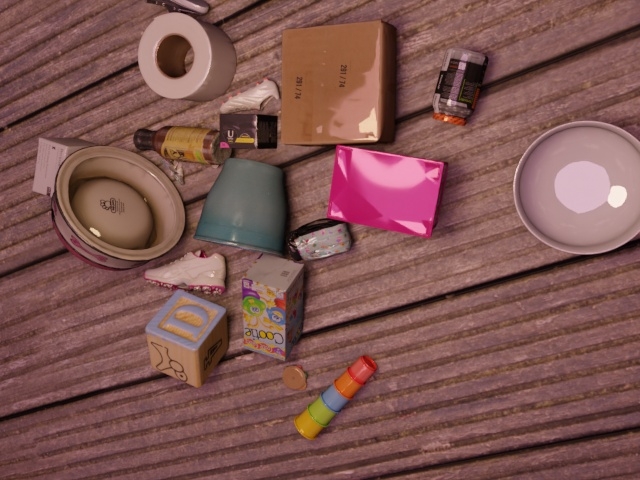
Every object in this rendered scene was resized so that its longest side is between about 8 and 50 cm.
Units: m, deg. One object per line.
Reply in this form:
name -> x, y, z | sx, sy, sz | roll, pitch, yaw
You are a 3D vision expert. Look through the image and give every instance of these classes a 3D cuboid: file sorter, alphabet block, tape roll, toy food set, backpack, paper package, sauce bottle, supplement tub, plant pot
file sorter -> 0.195, -0.145, 1.732 | 0.291, 0.182, 0.202 | 12, 103, 17
alphabet block -> -0.416, 0.309, 1.964 | 0.192, 0.193, 0.197 | 21, 134, 15
tape roll -> -0.397, -0.544, 1.871 | 0.246, 0.169, 0.246 | 3, 99, 18
toy food set -> -0.083, 0.440, 2.001 | 0.083, 0.020, 0.082 | 3, 99, 18
backpack -> 0.000, 0.000, 1.851 | 0.182, 0.152, 0.115 | -15, 99, 7
paper package -> 0.049, -0.428, 1.737 | 0.310, 0.168, 0.324 | 2, 97, 20
sauce bottle -> -0.437, -0.302, 1.940 | 0.344, 0.111, 0.111 | 10, 102, 31
supplement tub -> 0.369, -0.410, 1.668 | 0.117, 0.117, 0.190 | 18, 103, 15
plant pot -> -0.220, -0.103, 1.847 | 0.272, 0.272, 0.255 | 9, 87, 17

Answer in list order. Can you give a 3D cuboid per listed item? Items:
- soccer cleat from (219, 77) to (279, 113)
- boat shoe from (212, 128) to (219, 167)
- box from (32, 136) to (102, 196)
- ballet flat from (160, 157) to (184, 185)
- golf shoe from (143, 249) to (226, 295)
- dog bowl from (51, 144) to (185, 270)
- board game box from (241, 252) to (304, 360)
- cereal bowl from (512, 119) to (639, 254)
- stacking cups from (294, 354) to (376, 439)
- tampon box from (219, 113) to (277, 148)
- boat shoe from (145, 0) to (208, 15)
soccer cleat -> -0.217, -0.421, 1.887 | 0.196, 0.068, 0.076 | -23, 94, 17
boat shoe -> -0.313, -0.289, 1.953 | 0.046, 0.038, 0.125 | 17, 102, 31
box -> -0.832, -0.240, 2.055 | 0.119, 0.182, 0.181 | 17, 103, 16
ballet flat -> -0.470, -0.232, 2.015 | 0.041, 0.041, 0.114 | -41, 86, 19
golf shoe -> -0.437, 0.099, 2.033 | 0.306, 0.115, 0.140 | 3, 74, 21
dog bowl -> -0.633, -0.085, 1.917 | 0.150, 0.408, 0.408 | -38, 86, 40
board game box -> -0.142, 0.200, 1.868 | 0.142, 0.144, 0.275 | 14, 126, 16
cereal bowl -> 0.671, -0.137, 1.598 | 0.339, 0.141, 0.338 | 3, 99, 18
stacking cups -> 0.048, 0.479, 1.935 | 0.096, 0.096, 0.316 | 41, 104, 8
tampon box -> -0.211, -0.323, 1.849 | 0.120, 0.161, 0.101 | 4, 100, 18
boat shoe -> -0.448, -0.725, 1.913 | 0.229, 0.080, 0.076 | 23, 122, 10
